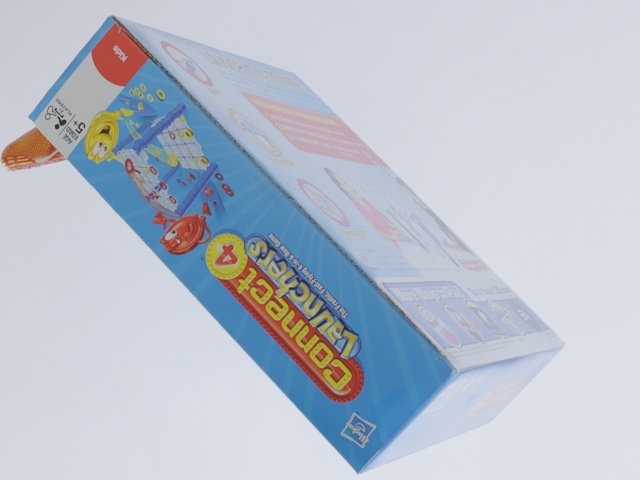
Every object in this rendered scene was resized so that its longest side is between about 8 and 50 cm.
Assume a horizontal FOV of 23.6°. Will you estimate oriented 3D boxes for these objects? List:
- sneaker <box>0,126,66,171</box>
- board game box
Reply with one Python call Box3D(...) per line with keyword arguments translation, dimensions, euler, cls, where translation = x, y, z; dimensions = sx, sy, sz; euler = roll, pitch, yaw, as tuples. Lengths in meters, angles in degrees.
Box3D(translation=(-0.185, -0.110, 1.245), dimensions=(0.175, 0.067, 0.064), euler=(-30, -171, -11), cls="sneaker")
Box3D(translation=(0.000, 0.000, 1.022), dimensions=(0.086, 0.302, 0.308), euler=(-48, 164, 13), cls="board game box")
